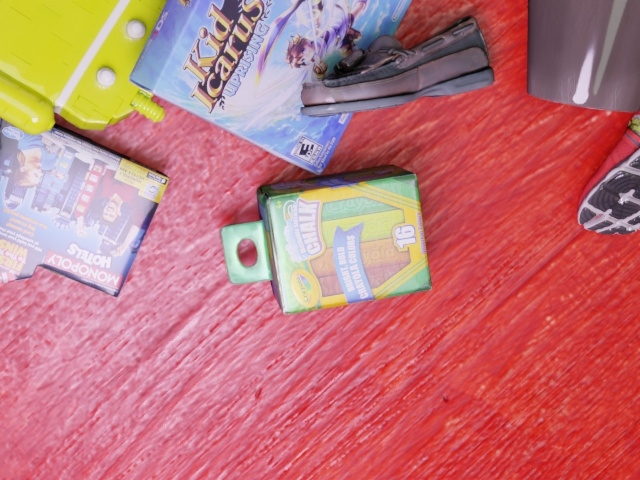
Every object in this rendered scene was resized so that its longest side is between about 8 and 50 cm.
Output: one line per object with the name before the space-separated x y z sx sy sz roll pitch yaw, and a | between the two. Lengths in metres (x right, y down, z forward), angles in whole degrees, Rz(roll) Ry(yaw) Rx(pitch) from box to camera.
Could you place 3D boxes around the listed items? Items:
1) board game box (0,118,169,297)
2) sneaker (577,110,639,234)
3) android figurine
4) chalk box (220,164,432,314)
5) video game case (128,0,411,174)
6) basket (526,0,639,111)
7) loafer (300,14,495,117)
board game box | -0.292 -0.022 1.437 0.194 0.060 0.194 24 95 -11
sneaker | 0.391 -0.124 1.498 0.107 0.118 0.279 25 117 -25
android figurine | -0.268 -0.227 1.392 0.273 0.056 0.248 33 76 -9
chalk box | 0.000 0.000 1.444 0.213 0.132 0.132 -11 99 -6
video game case | -0.037 -0.235 1.387 0.244 0.061 0.269 24 95 -39
basket | 0.307 -0.264 1.440 0.204 0.154 0.227 15 104 24
loafer | 0.079 -0.188 1.408 0.267 0.096 0.084 -15 102 -41
